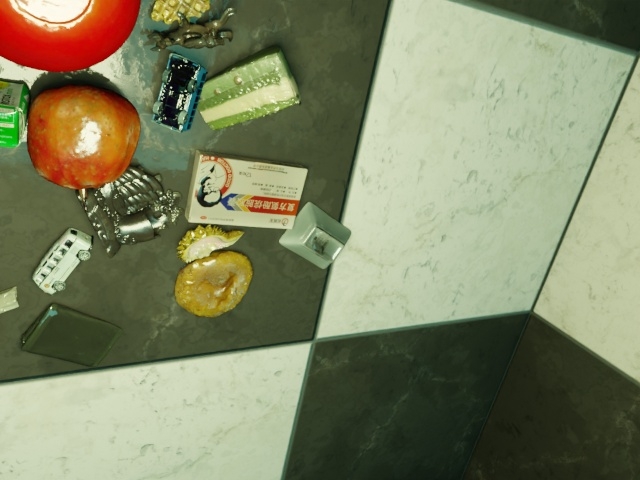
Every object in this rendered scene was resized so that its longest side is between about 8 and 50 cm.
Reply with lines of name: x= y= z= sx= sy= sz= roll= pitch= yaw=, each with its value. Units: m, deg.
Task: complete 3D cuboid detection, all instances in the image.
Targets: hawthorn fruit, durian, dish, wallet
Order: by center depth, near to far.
hawthorn fruit: x=-0.560 y=-0.214 z=1.177 sx=0.254 sy=0.254 sz=0.299 roll=-7 pitch=99 yaw=-27
wallet: x=-0.748 y=0.292 z=1.487 sx=0.168 sy=0.052 sz=0.245 roll=-51 pitch=133 yaw=3
durian: x=-0.347 y=-0.011 z=1.529 sx=0.225 sy=0.078 sz=0.140 roll=-18 pitch=150 yaw=-33
dish: x=0.000 y=0.000 z=1.739 sx=0.243 sy=0.080 sz=0.181 roll=33 pitch=97 yaw=-37

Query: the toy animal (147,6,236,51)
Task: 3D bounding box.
toy animal: x=-0.314 y=-0.530 z=1.244 sx=0.233 sy=0.148 sz=0.084 roll=-23 pitch=114 yaw=-32

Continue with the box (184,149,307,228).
box: x=-0.229 y=-0.152 z=1.537 sx=0.354 sy=0.069 sz=0.214 roll=4 pitch=113 yaw=-30

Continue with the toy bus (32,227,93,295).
toy bus: x=-0.715 y=0.057 z=1.357 sx=0.089 sy=0.087 sz=0.193 roll=38 pitch=94 yaw=-31

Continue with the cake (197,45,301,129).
cake: x=-0.204 y=-0.436 z=1.406 sx=0.284 sy=0.172 sz=0.157 roll=-15 pitch=121 yaw=17

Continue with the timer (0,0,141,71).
timer: x=-0.564 y=-0.540 z=1.000 sx=0.379 sy=0.279 sz=0.377 roll=-16 pitch=124 yaw=-25

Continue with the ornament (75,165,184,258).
ornament: x=-0.520 y=-0.102 z=1.381 sx=0.261 sy=0.106 sz=0.251 roll=-29 pitch=128 yaw=-20

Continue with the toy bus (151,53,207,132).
toy bus: x=-0.370 y=-0.389 z=1.297 sx=0.090 sy=0.106 sz=0.184 roll=22 pitch=106 yaw=-1

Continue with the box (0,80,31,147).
box: x=-0.781 y=-0.293 z=1.071 sx=0.250 sy=0.180 sz=0.102 roll=1 pitch=125 yaw=-29

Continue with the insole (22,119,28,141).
insole: x=-0.780 y=-0.275 z=1.188 sx=0.197 sy=0.004 sz=0.065 roll=0 pitch=115 yaw=-30

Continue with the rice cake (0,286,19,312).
rice cake: x=-0.947 y=0.198 z=1.319 sx=0.256 sy=0.052 sz=0.057 roll=-22 pitch=95 yaw=-18

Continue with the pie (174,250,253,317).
pie: x=-0.346 y=0.143 z=1.625 sx=0.274 sy=0.069 sz=0.273 roll=-15 pitch=126 yaw=-21

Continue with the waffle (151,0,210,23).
waffle: x=-0.348 y=-0.638 z=1.215 sx=0.161 sy=0.046 sz=0.191 roll=-14 pitch=120 yaw=-24
